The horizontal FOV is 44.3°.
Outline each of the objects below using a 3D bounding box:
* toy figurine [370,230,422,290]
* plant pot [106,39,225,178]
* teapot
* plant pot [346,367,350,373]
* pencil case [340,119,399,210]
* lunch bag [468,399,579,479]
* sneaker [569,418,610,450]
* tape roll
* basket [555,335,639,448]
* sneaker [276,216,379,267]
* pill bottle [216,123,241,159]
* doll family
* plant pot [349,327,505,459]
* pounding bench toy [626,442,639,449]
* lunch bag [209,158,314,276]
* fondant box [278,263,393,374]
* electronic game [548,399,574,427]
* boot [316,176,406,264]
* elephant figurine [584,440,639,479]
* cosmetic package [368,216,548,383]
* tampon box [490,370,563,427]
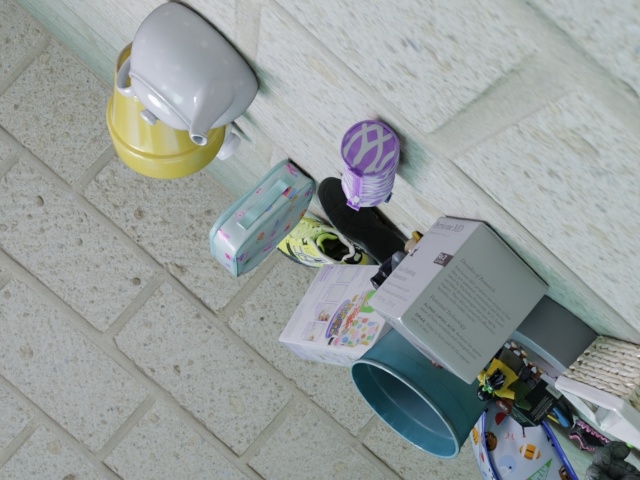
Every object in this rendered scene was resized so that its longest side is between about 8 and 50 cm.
[{"bbox_3d":[0.216,0.097,1.410,0.209,0.148,0.213,49,174,-15],"label":"toy figurine"},{"bbox_3d":[-0.333,-0.293,1.655,0.254,0.254,0.239,40,159,14],"label":"plant pot"},{"bbox_3d":[-0.252,-0.283,1.397,0.252,0.187,0.256,42,175,-3],"label":"teapot"},{"bbox_3d":[0.228,0.243,1.936,0.275,0.275,0.293,42,158,-7],"label":"plant pot"},{"bbox_3d":[0.067,-0.105,1.136,0.086,0.088,0.206,38,172,10],"label":"pencil case"},{"bbox_3d":[0.529,0.555,2.130,0.385,0.239,0.328,64,178,9],"label":"lunch bag"},{"bbox_3d":[0.623,0.466,1.799,0.119,0.057,0.047,36,169,33],"label":"sneaker"},{"bbox_3d":[0.368,0.168,1.246,0.219,0.072,0.219,41,174,5],"label":"tape roll"},{"bbox_3d":[0.420,0.207,1.061,0.113,0.103,0.167,43,174,-10],"label":"basket"},{"bbox_3d":[0.000,0.000,2.132,0.385,0.145,0.147,24,157,36],"label":"sneaker"},{"bbox_3d":[-0.284,-0.287,1.941,0.184,0.103,0.103,45,173,-28],"label":"pill bottle"},{"bbox_3d":[0.261,0.199,1.261,0.193,0.111,0.076,39,173,26],"label":"doll family"},{"bbox_3d":[0.244,0.258,1.608,0.272,0.255,0.271,36,154,21],"label":"plant pot"},{"bbox_3d":[0.526,0.314,1.313,0.052,0.065,0.083,35,171,44],"label":"pounding bench toy"},{"bbox_3d":[-0.136,-0.059,1.837,0.108,0.279,0.224,40,163,12],"label":"lunch bag"},{"bbox_3d":[0.081,0.176,1.856,0.096,0.238,0.330,45,154,-29],"label":"fondant box"},{"bbox_3d":[0.498,0.358,1.845,0.229,0.048,0.229,42,174,5],"label":"electronic game"},{"bbox_3d":[0.060,-0.043,1.615,0.236,0.085,0.178,43,176,-19],"label":"boot"},{"bbox_3d":[0.669,0.528,1.599,0.239,0.169,0.186,18,-170,35],"label":"elephant figurine"},{"bbox_3d":[0.200,0.082,1.164,0.151,0.183,0.151,42,174,-15],"label":"cosmetic package"},{"bbox_3d":[0.426,0.305,1.604,0.101,0.120,0.161,41,174,13],"label":"tampon box"}]
